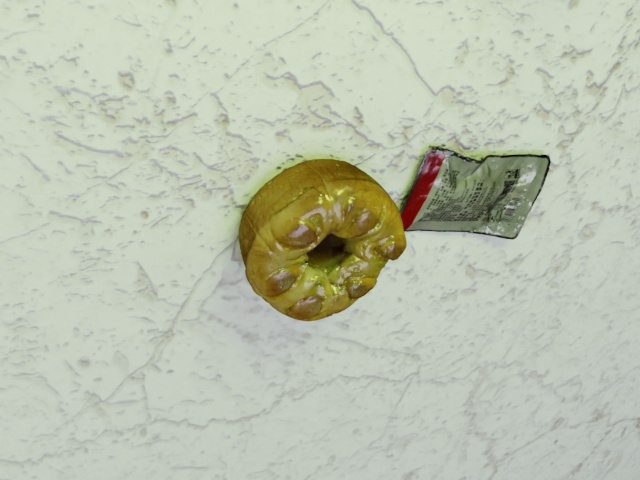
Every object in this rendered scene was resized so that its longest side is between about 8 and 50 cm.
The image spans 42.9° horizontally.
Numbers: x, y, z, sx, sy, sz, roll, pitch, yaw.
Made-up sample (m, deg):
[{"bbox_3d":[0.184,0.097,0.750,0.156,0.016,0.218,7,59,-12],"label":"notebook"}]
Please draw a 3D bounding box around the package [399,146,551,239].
[{"bbox_3d":[0.231,-0.068,1.222,0.239,0.030,0.154,1,127,-30],"label":"package"}]

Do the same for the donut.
[{"bbox_3d":[0.000,-0.002,1.090,0.226,0.114,0.227,-15,133,-17],"label":"donut"}]
